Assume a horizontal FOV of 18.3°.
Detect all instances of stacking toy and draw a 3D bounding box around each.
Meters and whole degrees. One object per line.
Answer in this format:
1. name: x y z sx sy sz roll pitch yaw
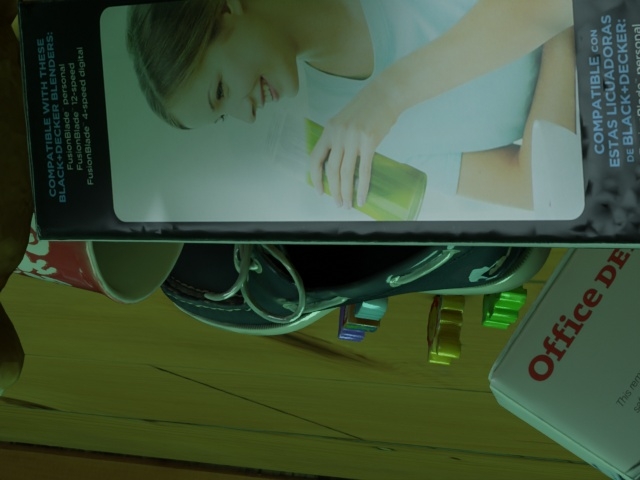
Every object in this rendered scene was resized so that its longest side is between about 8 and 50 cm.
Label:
1. stacking toy: 0.032 0.033 1.328 0.167 0.052 0.221 9 167 -8

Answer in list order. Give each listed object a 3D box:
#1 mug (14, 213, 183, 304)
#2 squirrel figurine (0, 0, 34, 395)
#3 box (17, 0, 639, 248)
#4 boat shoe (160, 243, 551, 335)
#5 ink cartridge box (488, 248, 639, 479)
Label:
1. mug: -0.155 -0.031 0.996 0.169 0.113 0.150 8 167 22
2. squirrel figurine: -0.258 -0.037 0.670 0.370 0.281 0.397 7 173 -25
3. box: 0.061 -0.050 0.657 0.290 0.087 0.169 1 -172 36
4. boat shoe: 0.000 0.000 1.057 0.254 0.095 0.079 -2 166 39
5. ink cartridge box: 0.198 0.068 0.959 0.191 0.139 0.082 33 175 16
